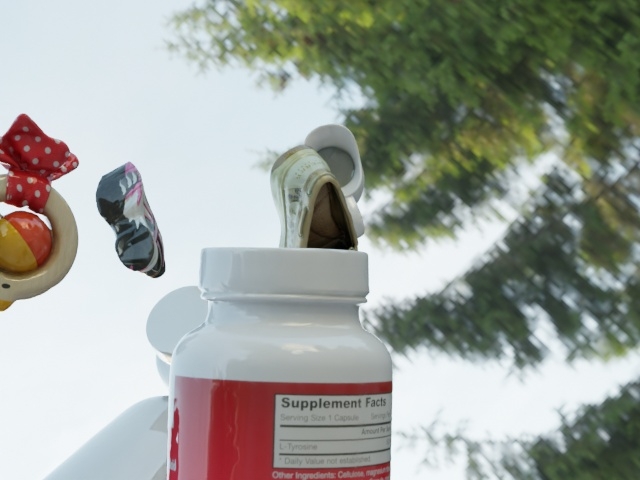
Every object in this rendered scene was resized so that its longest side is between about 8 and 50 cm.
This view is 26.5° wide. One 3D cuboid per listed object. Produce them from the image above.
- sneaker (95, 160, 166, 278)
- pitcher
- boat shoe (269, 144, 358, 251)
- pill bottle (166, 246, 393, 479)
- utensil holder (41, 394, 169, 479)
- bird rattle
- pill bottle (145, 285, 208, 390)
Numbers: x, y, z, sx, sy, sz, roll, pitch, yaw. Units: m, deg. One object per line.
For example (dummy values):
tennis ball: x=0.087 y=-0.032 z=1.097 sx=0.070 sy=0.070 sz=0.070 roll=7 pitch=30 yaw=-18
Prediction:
sneaker: x=-0.255 y=-0.020 z=1.857 sx=0.072 sy=0.178 sz=0.077 roll=-20 pitch=-30 yaw=9
pitcher: x=0.019 y=-0.075 z=2.125 sx=0.125 sy=0.178 sz=0.207 roll=-16 pitch=-7 yaw=-10
boat shoe: x=0.000 y=0.000 z=1.879 sx=0.104 sy=0.089 sz=0.285 roll=-34 pitch=-44 yaw=-16
pill bottle: x=-0.041 y=0.213 z=1.372 sx=0.229 sy=0.229 sz=0.408 roll=5 pitch=-95 yaw=-44
utensil holder: x=-0.284 y=0.450 z=2.031 sx=0.385 sy=0.327 sz=0.328 roll=-41 pitch=-24 yaw=-59
bird rattle: x=-0.400 y=-0.025 z=1.738 sx=0.253 sy=0.207 sz=0.143 roll=-38 pitch=8 yaw=-35
pill bottle: x=-0.167 y=0.215 z=2.255 sx=0.176 sy=0.176 sz=0.318 roll=-37 pitch=-41 yaw=-8
